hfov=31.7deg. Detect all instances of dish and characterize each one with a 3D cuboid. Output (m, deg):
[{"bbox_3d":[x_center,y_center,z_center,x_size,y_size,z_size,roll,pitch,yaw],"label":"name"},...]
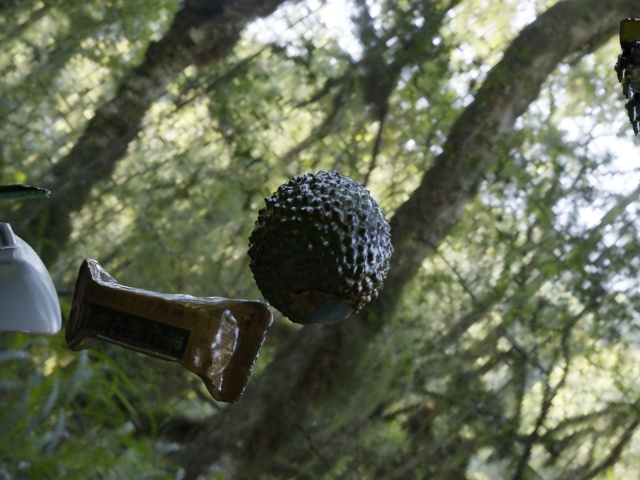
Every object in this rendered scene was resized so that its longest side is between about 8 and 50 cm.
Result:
[{"bbox_3d":[-0.341,0.035,0.984,0.151,0.212,0.077,-140,-133,-64],"label":"dish"}]

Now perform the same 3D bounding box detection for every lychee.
[{"bbox_3d":[0.000,0.000,1.193,0.171,0.171,0.171,40,-26,24],"label":"lychee"}]

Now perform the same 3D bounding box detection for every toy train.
[{"bbox_3d":[0.354,-0.177,1.205,0.060,0.081,0.202,1,-16,22],"label":"toy train"}]

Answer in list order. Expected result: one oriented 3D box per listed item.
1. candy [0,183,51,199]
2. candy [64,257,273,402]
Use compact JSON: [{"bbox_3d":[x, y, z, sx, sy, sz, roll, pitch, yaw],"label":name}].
[{"bbox_3d":[-0.486,-0.048,1.360,0.097,0.323,0.097,-5,90,-89],"label":"candy"},{"bbox_3d":[-0.206,0.121,1.496,0.271,0.143,0.101,14,-7,8],"label":"candy"}]
